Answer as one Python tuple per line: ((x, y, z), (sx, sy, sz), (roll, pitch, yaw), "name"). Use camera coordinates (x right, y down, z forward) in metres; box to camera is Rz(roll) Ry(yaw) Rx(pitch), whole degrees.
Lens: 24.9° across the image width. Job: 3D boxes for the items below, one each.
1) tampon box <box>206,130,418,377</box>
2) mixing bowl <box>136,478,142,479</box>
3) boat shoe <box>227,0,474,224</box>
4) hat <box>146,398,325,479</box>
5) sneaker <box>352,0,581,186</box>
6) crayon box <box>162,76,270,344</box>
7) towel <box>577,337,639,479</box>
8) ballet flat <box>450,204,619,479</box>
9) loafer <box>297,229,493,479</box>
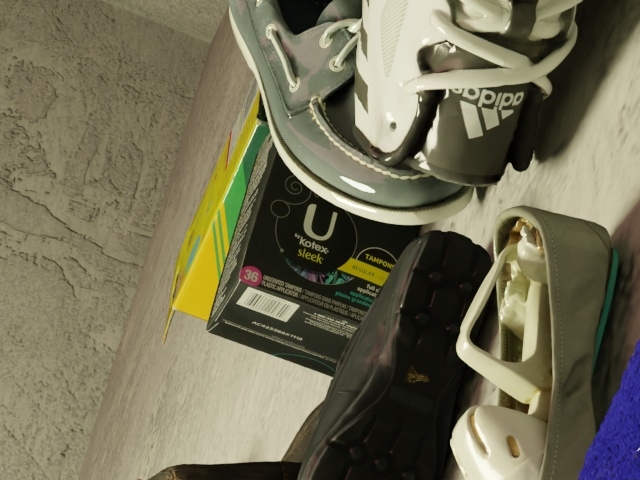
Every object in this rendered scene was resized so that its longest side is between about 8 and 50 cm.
((0.000, 0.000, 1.079), (0.101, 0.120, 0.161), (128, 160, -59), "tampon box")
((-0.146, 0.312, 1.290), (0.181, 0.098, 0.181), (-160, 90, -79), "mixing bowl")
((0.010, -0.132, 1.019), (0.319, 0.116, 0.099), (-121, 21, -44), "boat shoe")
((-0.074, 0.228, 1.001), (0.331, 0.134, 0.331), (-159, 90, -80), "hat")
((0.132, -0.155, 0.760), (0.447, 0.169, 0.257), (-171, 82, -74), "sneaker")
((-0.094, -0.039, 1.733), (0.202, 0.081, 0.318), (-88, 22, -61), "crayon box")
((0.133, 0.097, 0.359), (0.308, 0.076, 0.228), (-99, 32, -69), "towel")
((0.089, 0.075, 0.641), (0.072, 0.068, 0.213), (124, 163, -51), "ballet flat")
((0.039, 0.101, 0.841), (0.078, 0.076, 0.223), (133, 160, -76), "loafer")
